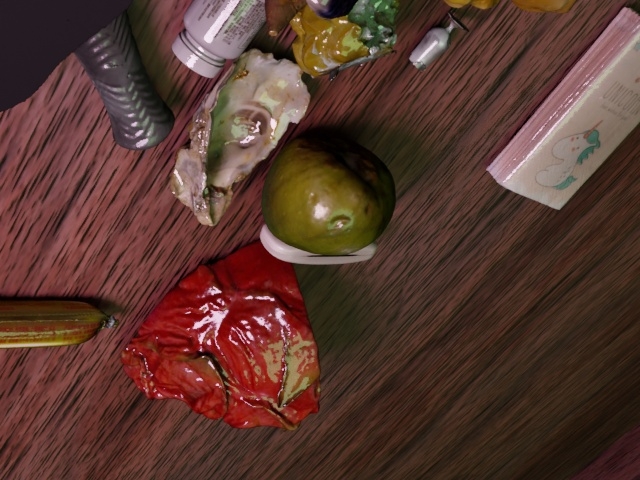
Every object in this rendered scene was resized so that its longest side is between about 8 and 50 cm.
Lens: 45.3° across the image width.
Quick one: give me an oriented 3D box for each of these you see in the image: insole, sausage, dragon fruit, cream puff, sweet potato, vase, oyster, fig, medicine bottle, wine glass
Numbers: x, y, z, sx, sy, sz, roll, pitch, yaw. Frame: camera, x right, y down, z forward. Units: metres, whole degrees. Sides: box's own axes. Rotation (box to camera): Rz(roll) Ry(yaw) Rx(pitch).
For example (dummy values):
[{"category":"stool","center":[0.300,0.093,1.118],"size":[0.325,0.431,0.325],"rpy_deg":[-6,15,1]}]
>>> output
[{"category":"insole","center":[-0.314,-0.195,0.764],"size":[0.349,0.009,0.119],"rpy_deg":[-21,143,34]},{"category":"sausage","center":[-0.468,0.117,1.081],"size":[0.372,0.082,0.082],"rpy_deg":[4,132,-32]},{"category":"dragon fruit","center":[-0.158,0.188,1.258],"size":[0.330,0.302,0.240],"rpy_deg":[-20,169,4]},{"category":"cream puff","center":[0.026,-0.267,0.908],"size":[0.121,0.156,0.156],"rpy_deg":[6,151,29]},{"category":"sweet potato","center":[-0.020,-0.300,0.809],"size":[0.051,0.065,0.218],"rpy_deg":[52,55,-52]},{"category":"vase","center":[-0.232,-0.203,0.842],"size":[0.116,0.115,0.237],"rpy_deg":[-22,143,-6]},{"category":"oyster","center":[-0.119,-0.138,0.981],"size":[0.162,0.107,0.232],"rpy_deg":[10,114,-47]},{"category":"fig","center":[0.003,-0.058,1.066],"size":[0.181,0.180,0.191],"rpy_deg":[14,151,-38]},{"category":"medicine bottle","center":[-0.104,-0.256,0.866],"size":[0.079,0.079,0.140],"rpy_deg":[19,123,-41]},{"category":"wine glass","center":[0.158,-0.265,1.033],"size":[0.042,0.039,0.083],"rpy_deg":[13,129,-49]}]

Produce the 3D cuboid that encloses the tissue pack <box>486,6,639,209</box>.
[{"category":"tissue pack","center":[0.430,-0.200,1.228],"size":[0.170,0.071,0.325],"rpy_deg":[14,125,-37]}]

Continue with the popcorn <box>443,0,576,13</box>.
[{"category":"popcorn","center":[0.223,-0.377,0.798],"size":[0.316,0.281,0.297],"rpy_deg":[25,135,2]}]

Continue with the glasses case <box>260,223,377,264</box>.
[{"category":"glasses case","center":[0.000,0.000,1.193],"size":[0.204,0.081,0.051],"rpy_deg":[-1,130,-38]}]

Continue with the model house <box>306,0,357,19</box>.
[{"category":"model house","center":[-0.063,-0.329,0.647],"size":[0.284,0.298,0.243],"rpy_deg":[13,113,-44]}]
